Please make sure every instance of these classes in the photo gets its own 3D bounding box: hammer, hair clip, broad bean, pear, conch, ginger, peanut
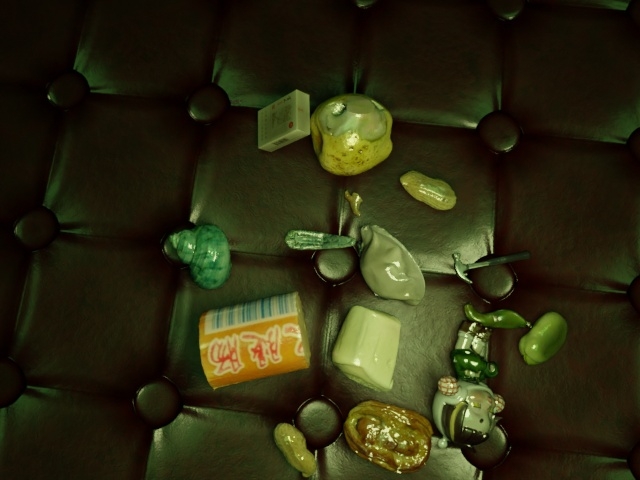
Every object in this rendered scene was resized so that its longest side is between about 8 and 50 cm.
[{"bbox_3d":[0.550,0.074,1.430,0.247,0.029,0.102,-9,80,-2],"label":"hammer"},{"bbox_3d":[0.000,0.001,1.448,0.229,0.036,0.065,3,76,8],"label":"hair clip"},{"bbox_3d":[0.548,0.242,1.387,0.214,0.048,0.070,13,86,-1],"label":"broad bean"},{"bbox_3d":[0.100,-0.334,1.415,0.272,0.271,0.270,0,80,1],"label":"pear"},{"bbox_3d":[-0.371,0.039,1.399,0.202,0.134,0.196,28,80,5],"label":"conch"},{"bbox_3d":[0.116,-0.127,1.472,0.048,0.030,0.097,-32,77,24],"label":"ginger"},{"bbox_3d":[-0.071,0.615,1.326,0.080,0.080,0.174,-35,85,-5],"label":"peanut"},{"bbox_3d":[0.674,0.301,1.349,0.174,0.082,0.124,-38,115,-6],"label":"broad bean"},{"bbox_3d":[0.349,-0.166,1.446,0.194,0.083,0.093,31,82,7],"label":"peanut"}]

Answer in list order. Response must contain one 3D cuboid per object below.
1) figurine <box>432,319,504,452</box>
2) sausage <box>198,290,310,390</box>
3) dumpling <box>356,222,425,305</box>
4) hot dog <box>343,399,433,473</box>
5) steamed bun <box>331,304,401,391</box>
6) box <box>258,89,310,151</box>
[{"bbox_3d":[0.427,0.424,1.307,0.281,0.167,0.369,27,69,-31],"label":"figurine"},{"bbox_3d":[-0.183,0.285,1.305,0.287,0.233,0.232,-12,80,-2],"label":"sausage"},{"bbox_3d":[0.200,0.083,1.347,0.163,0.204,0.292,-31,90,7],"label":"dumpling"},{"bbox_3d":[0.198,0.568,1.306,0.259,0.114,0.175,15,80,3],"label":"hot dog"},{"bbox_3d":[0.136,0.309,1.344,0.200,0.170,0.225,36,63,-24],"label":"steamed bun"},{"bbox_3d":[-0.121,-0.381,1.446,0.058,0.201,0.140,8,75,-43],"label":"box"}]
